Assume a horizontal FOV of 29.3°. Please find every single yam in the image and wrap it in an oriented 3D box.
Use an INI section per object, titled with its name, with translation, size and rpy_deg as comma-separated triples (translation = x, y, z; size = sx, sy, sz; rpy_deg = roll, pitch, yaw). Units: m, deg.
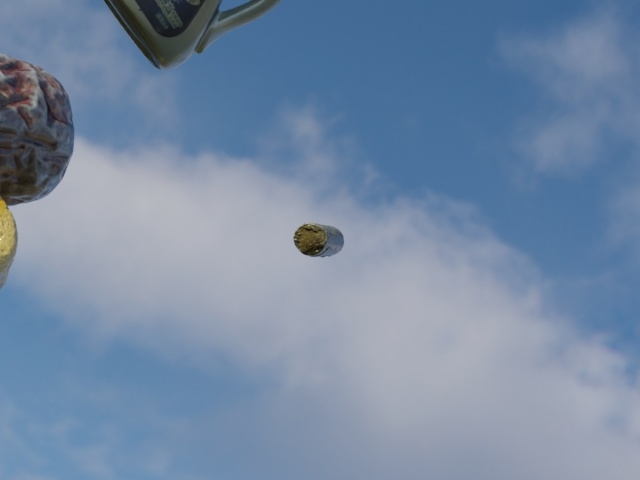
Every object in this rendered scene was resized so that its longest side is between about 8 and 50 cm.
[yam]
translation = 0.000, 0.000, 1.885
size = 0.054, 0.054, 0.132
rpy_deg = 17, 3, 14

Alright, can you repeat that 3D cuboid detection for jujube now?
[jujube]
translation = -0.499, -0.163, 1.746
size = 0.226, 0.226, 0.317
rpy_deg = -12, -16, 40

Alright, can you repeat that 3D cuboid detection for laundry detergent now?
[laundry detergent]
translation = -0.138, -0.360, 1.499
size = 0.215, 0.280, 0.105
rpy_deg = 55, -14, -11

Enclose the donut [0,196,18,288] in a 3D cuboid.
[donut]
translation = -0.428, -0.012, 1.369
size = 0.190, 0.174, 0.074
rpy_deg = 31, -47, -12
